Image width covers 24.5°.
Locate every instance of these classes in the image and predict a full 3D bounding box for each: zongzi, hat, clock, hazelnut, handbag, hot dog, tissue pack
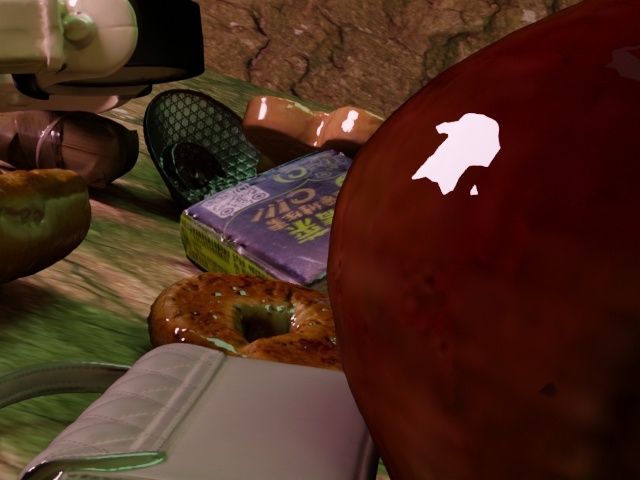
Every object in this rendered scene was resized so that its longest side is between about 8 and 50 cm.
[{"bbox_3d":[-0.287,-0.105,1.568,0.176,0.078,0.160,10,3,4],"label":"zongzi"},{"bbox_3d":[-0.138,-0.069,1.635,0.193,0.082,0.193,31,37,-27],"label":"hat"},{"bbox_3d":[-0.276,-0.194,1.556,0.276,0.120,0.379,-4,-3,-22],"label":"clock"},{"bbox_3d":[0.198,0.057,0.719,0.421,0.352,0.421,17,-4,1],"label":"hazelnut"},{"bbox_3d":[-0.080,0.110,0.740,0.219,0.079,0.256,12,9,5],"label":"handbag"},{"bbox_3d":[-0.249,0.000,0.962,0.135,0.100,0.337,11,8,6],"label":"hot dog"},{"bbox_3d":[0.000,0.000,1.296,0.173,0.073,0.235,-25,29,-23],"label":"tissue pack"}]

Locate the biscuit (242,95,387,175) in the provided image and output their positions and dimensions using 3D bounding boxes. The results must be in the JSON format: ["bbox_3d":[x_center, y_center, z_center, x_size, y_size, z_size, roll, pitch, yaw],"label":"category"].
[{"bbox_3d":[0.067,-0.049,1.540,0.275,0.052,0.355,10,-20,38],"label":"biscuit"}]

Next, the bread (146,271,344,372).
[{"bbox_3d":[-0.032,0.078,1.040,0.193,0.064,0.193,15,15,-4],"label":"bread"}]
